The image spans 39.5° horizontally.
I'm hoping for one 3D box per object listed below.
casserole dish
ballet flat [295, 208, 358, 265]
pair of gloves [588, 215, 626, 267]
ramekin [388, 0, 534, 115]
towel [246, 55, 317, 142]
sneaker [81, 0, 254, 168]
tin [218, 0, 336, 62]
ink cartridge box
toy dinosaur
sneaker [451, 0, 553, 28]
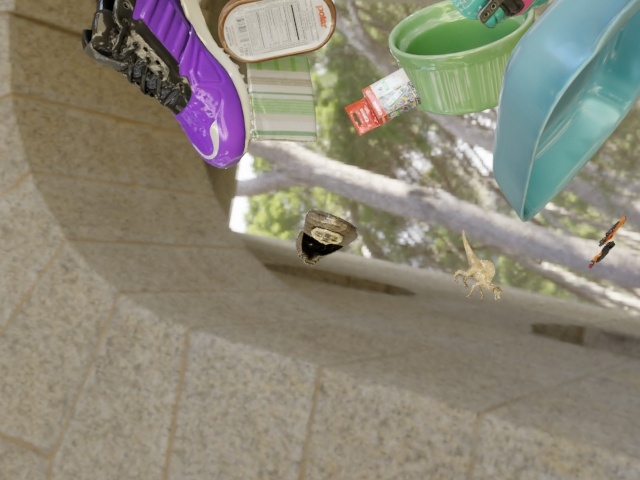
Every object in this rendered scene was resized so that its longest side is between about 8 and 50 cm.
[{"bbox_3d":[0.130,-0.079,0.454,0.114,0.037,0.188,-46,-19,-8],"label":"casserole dish"},{"bbox_3d":[0.000,0.000,1.361,0.058,0.084,0.250,-65,6,-10],"label":"ballet flat"},{"bbox_3d":[0.472,0.004,1.461,0.074,0.010,0.083,-36,-31,-33],"label":"pair of gloves"},{"bbox_3d":[0.306,-0.390,1.878,0.303,0.303,0.148,-50,-45,-39],"label":"ramekin"},{"bbox_3d":[-0.065,-0.232,1.455,0.113,0.023,0.152,0,-107,-23],"label":"towel"},{"bbox_3d":[-0.188,-0.205,0.989,0.146,0.102,0.293,-24,-91,-41],"label":"sneaker"},{"bbox_3d":[-0.068,-0.339,1.400,0.040,0.189,0.106,-96,-6,-60],"label":"tin"},{"bbox_3d":[0.101,-0.229,1.475,0.063,0.115,0.029,63,-177,21],"label":"ink cartridge box"},{"bbox_3d":[0.362,0.073,2.085,0.092,0.183,0.053,-39,-25,23],"label":"toy dinosaur"},{"bbox_3d":[0.270,-0.424,1.348,0.124,0.178,0.295,64,-176,24],"label":"sneaker"}]
